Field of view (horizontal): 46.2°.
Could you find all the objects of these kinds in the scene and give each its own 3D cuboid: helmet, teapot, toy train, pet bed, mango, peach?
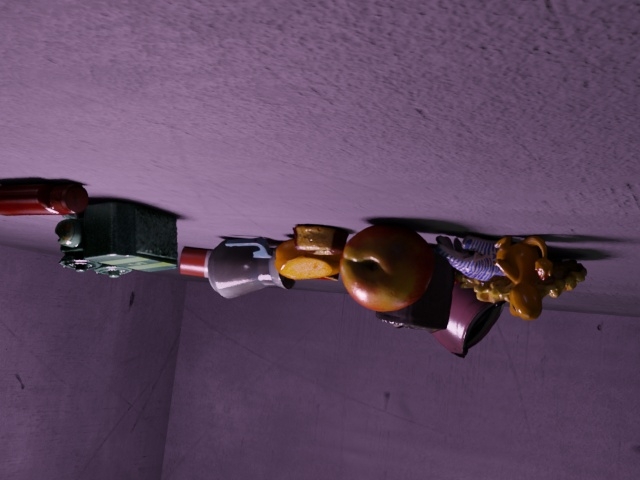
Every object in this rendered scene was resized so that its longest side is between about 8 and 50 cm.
[{"bbox_3d":[0.440,0.211,2.330,0.197,0.271,0.338,36,-172,18],"label":"helmet"},{"bbox_3d":[-0.195,0.067,2.126,0.225,0.171,0.203,-4,139,22],"label":"teapot"},{"bbox_3d":[-0.479,-0.006,1.786,0.238,0.167,0.299,-7,170,21],"label":"toy train"},{"bbox_3d":[0.239,0.119,1.854,0.183,0.211,0.159,7,176,18],"label":"pet bed"},{"bbox_3d":[-0.022,0.045,1.972,0.217,0.102,0.141,8,150,-33],"label":"mango"},{"bbox_3d":[0.140,0.056,1.579,0.190,0.190,0.192,2,173,32],"label":"peach"}]

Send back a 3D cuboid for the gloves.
[{"bbox_3d":[0.349,0.034,1.623,0.229,0.097,0.119,13,141,-14],"label":"gloves"}]

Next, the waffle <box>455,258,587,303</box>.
[{"bbox_3d":[0.463,0.091,1.761,0.281,0.058,0.300,-11,-171,-23],"label":"waffle"}]

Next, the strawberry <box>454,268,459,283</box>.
[{"bbox_3d":[0.314,0.078,1.999,0.188,0.082,0.121,-1,173,32],"label":"strawberry"}]

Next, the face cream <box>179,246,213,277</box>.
[{"bbox_3d":[-0.362,0.081,2.540,0.214,0.096,0.096,7,173,1],"label":"face cream"}]

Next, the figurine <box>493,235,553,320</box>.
[{"bbox_3d":[0.422,0.072,1.512,0.121,0.176,0.122,7,161,-23],"label":"figurine"}]

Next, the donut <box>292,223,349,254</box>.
[{"bbox_3d":[0.000,0.000,1.759,0.140,0.059,0.140,3,172,0],"label":"donut"}]

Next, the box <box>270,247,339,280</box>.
[{"bbox_3d":[-0.056,0.074,2.343,0.153,0.074,0.239,-2,169,28],"label":"box"}]

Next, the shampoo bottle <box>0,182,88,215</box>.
[{"bbox_3d":[-0.592,-0.086,1.576,0.260,0.064,0.102,1,167,35],"label":"shampoo bottle"}]
